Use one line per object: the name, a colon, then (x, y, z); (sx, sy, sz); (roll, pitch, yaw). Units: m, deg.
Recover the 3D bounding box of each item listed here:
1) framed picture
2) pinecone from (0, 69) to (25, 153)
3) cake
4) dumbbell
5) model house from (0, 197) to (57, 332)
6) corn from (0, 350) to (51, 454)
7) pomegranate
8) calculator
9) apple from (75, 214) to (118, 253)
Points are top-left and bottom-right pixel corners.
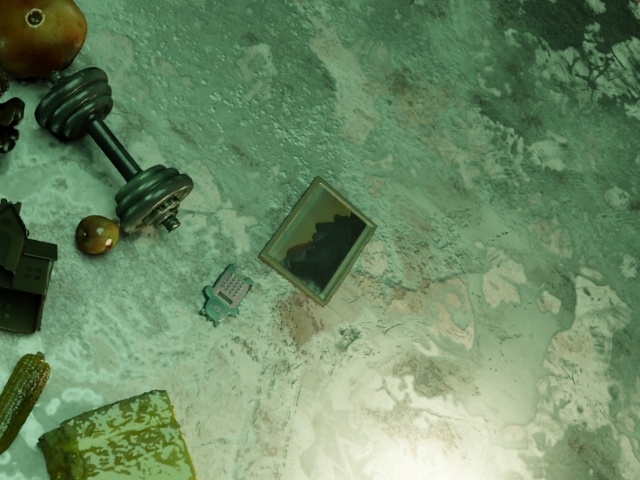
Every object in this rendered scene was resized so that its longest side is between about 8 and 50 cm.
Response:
framed picture: (0.000, 0.000, 2.170); (0.192, 0.018, 0.265); (39, 57, -8)
pinecone: (-0.680, -0.256, 1.828); (0.229, 0.201, 0.202); (39, 75, 23)
cake: (-0.350, 0.441, 1.693); (0.227, 0.222, 0.286); (-16, 77, -28)
dumbbell: (-0.422, -0.183, 1.943); (0.179, 0.179, 0.406); (-38, 89, -33)
model house: (-0.599, 0.009, 1.781); (0.211, 0.204, 0.243); (14, 47, -19)
corn: (-0.558, 0.297, 1.740); (0.068, 0.068, 0.207); (28, 59, -13)
pomegranate: (-0.593, -0.437, 1.955); (0.209, 0.209, 0.209); (10, 65, -22)
calculator: (-0.202, 0.117, 2.020); (0.094, 0.019, 0.141); (40, 57, -9)
apple: (-0.450, -0.012, 1.917); (0.071, 0.084, 0.084); (5, 64, -55)
